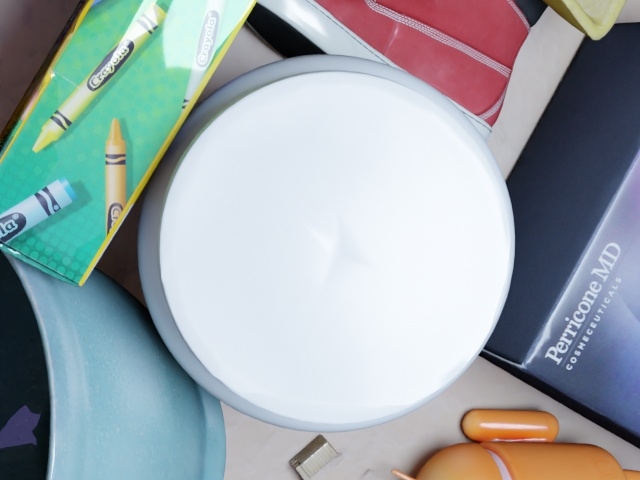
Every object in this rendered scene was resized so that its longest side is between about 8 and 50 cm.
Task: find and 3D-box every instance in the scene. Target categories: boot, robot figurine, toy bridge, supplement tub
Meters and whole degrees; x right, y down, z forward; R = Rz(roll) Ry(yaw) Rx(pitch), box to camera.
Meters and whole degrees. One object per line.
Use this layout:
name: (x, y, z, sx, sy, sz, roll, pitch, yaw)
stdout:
boot: (0.061, -0.194, 1.018, 0.244, 0.088, 0.176, 27, 88, -29)
robot figurine: (0.164, 0.225, 1.089, 0.219, 0.128, 0.158, 4, 99, -21)
toy bridge: (0.034, 0.248, 1.099, 0.063, 0.026, 0.188, -39, 108, -8)
supplement tub: (0.000, 0.000, 0.877, 0.228, 0.316, 0.228, 0, 91, -3)

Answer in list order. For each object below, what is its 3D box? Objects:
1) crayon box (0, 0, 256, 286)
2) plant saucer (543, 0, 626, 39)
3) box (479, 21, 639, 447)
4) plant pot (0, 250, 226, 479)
crayon box: (-0.110, -0.123, 0.818, 0.081, 0.165, 0.278, 30, 95, -15)
plant saucer: (0.150, -0.368, 0.965, 0.333, 0.081, 0.333, 43, 64, -34)
box: (0.300, 0.023, 1.079, 0.294, 0.183, 0.296, 30, 87, -19)
plant pot: (-0.188, 0.139, 0.894, 0.196, 0.293, 0.293, 11, 94, -47)
